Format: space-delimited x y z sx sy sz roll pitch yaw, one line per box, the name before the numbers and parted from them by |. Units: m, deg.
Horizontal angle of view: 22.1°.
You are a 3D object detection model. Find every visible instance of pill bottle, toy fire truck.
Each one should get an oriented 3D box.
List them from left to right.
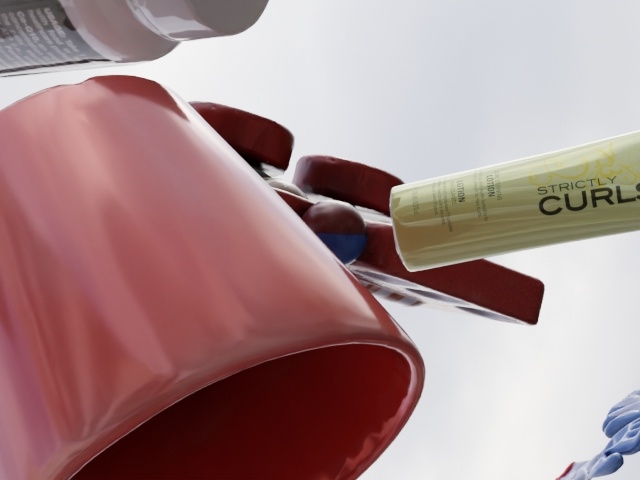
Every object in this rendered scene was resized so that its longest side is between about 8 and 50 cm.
pill bottle | -0.182 -0.198 1.157 0.161 0.283 0.161 4 -94 -58
toy fire truck | 0.000 0.000 1.316 0.302 0.254 0.169 21 -100 -34

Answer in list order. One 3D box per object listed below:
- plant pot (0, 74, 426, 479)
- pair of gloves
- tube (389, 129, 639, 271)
plant pot | -0.111 0.049 0.998 0.275 0.243 0.275 -25 -27 -14
pair of gloves | 0.316 0.180 1.656 0.198 0.023 0.159 -42 0 -43
tube | 0.168 -0.033 1.110 0.062 0.240 0.070 -27 -75 -76
